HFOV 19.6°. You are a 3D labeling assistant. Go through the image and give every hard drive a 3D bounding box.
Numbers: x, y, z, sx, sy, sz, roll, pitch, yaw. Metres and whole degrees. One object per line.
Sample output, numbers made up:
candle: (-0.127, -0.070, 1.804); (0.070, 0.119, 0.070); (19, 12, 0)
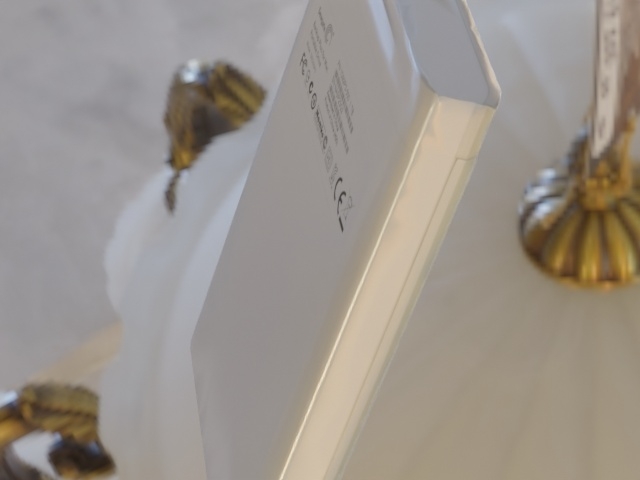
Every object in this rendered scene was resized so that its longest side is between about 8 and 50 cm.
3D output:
hard drive: (0.000, 0.000, 0.910); (0.040, 0.307, 0.203); (9, -144, -17)
